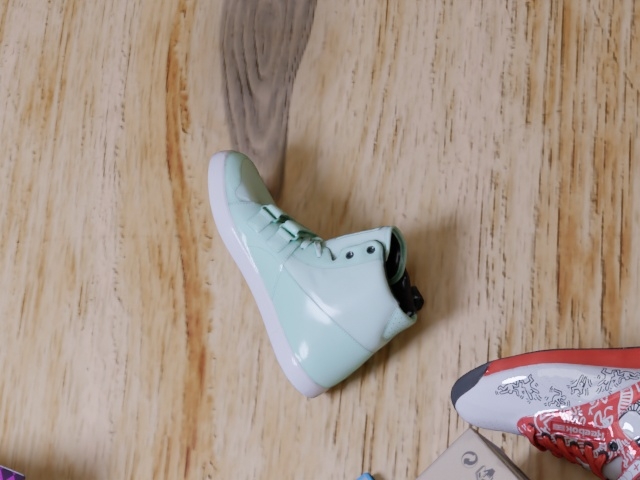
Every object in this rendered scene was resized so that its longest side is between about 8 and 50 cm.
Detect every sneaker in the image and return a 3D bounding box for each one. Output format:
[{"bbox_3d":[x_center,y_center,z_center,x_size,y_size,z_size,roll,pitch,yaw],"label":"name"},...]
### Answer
[{"bbox_3d":[0.235,0.168,1.634,0.270,0.090,0.145,-7,62,20],"label":"sneaker"},{"bbox_3d":[0.000,0.000,1.818,0.151,0.094,0.256,-32,68,16],"label":"sneaker"}]

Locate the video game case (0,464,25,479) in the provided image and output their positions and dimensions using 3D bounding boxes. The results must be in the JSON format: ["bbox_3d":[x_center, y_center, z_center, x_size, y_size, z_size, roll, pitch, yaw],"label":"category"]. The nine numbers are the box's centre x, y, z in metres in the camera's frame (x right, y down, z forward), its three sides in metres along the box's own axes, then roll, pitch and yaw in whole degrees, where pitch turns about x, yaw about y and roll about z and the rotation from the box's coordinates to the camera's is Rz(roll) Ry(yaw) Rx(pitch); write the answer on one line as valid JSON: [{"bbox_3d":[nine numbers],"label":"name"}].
[{"bbox_3d":[-0.373,0.311,1.838,0.210,0.042,0.232,0,65,57],"label":"video game case"}]

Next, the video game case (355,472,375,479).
[{"bbox_3d":[0.008,0.298,1.730,0.166,0.015,0.119,-39,57,6],"label":"video game case"}]

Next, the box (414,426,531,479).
[{"bbox_3d":[0.065,0.310,1.611,0.311,0.148,0.121,-44,68,1],"label":"box"}]
